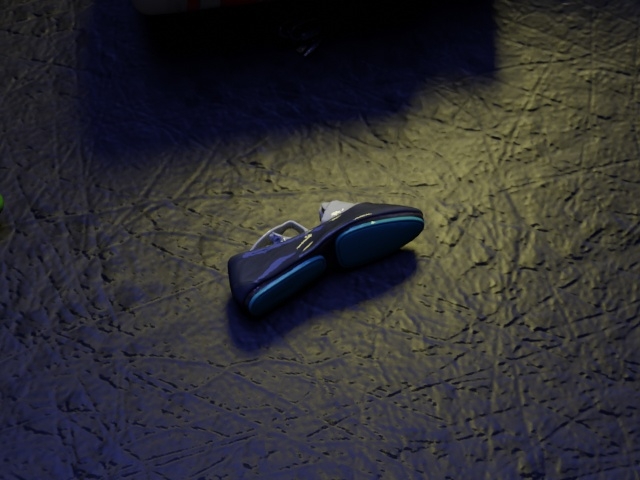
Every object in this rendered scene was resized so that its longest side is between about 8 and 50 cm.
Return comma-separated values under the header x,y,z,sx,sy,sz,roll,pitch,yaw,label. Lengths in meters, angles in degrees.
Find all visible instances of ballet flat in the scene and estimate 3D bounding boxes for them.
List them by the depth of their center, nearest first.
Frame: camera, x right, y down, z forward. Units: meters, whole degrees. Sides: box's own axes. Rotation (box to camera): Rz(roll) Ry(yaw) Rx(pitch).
x,y,z,sx,sy,sz,roll,pitch,yaw,label
0.000,0.000,1.435,0.203,0.074,0.074,-26,61,-15,ballet flat

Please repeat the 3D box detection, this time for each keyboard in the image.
x,y,z,sx,sy,sz,roll,pitch,yaw,label
0.004,-0.310,1.661,0.317,0.033,0.201,-28,62,-17,keyboard

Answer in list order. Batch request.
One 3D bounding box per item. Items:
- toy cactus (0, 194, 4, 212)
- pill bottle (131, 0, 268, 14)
x,y,z,sx,sy,sz,roll,pitch,yaw,label
-0.424,-0.031,1.434,0.219,0.112,0.180,-27,51,-8,toy cactus
-0.006,-0.368,1.544,0.408,0.229,0.229,-8,57,-7,pill bottle
